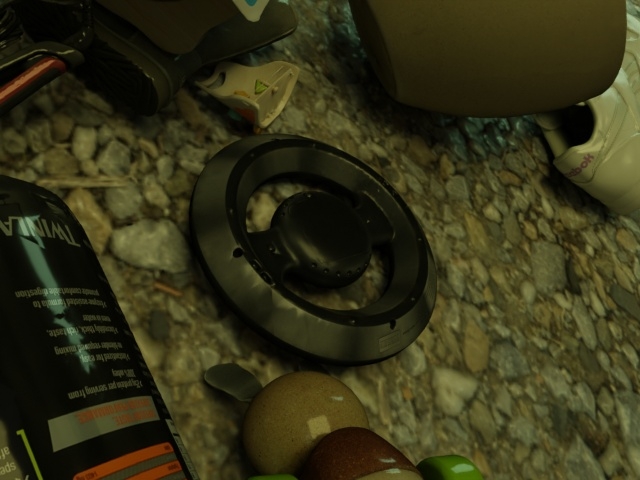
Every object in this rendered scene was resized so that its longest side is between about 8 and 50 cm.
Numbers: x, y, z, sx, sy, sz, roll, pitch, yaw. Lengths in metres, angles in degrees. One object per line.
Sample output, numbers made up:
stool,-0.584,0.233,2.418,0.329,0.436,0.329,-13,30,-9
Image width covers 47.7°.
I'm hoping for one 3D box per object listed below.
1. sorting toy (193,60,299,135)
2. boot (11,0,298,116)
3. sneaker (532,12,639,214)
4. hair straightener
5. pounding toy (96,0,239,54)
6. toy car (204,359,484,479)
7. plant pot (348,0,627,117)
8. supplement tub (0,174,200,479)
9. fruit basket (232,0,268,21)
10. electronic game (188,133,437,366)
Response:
sorting toy,-0.073,-0.138,0.662,0.075,0.045,0.083,27,43,9
boot,-0.141,-0.213,0.647,0.189,0.076,0.208,41,53,-2
sneaker,0.329,-0.183,0.861,0.152,0.114,0.305,21,54,-18
hair straightener,-0.255,-0.117,0.504,0.089,0.047,0.230,45,72,2
pounding toy,-0.137,-0.286,0.556,0.269,0.154,0.155,35,46,-5
toy car,-0.012,0.151,0.494,0.155,0.149,0.188,5,31,-31
plant pot,0.136,-0.237,0.718,0.191,0.284,0.284,-24,72,-1
supplement tub,-0.152,0.155,0.335,0.207,0.207,0.338,-18,72,-35
fruit basket,-0.065,-0.377,0.438,0.353,0.165,0.327,45,59,-35
electronic game,0.000,0.000,0.612,0.229,0.048,0.229,17,48,-20
